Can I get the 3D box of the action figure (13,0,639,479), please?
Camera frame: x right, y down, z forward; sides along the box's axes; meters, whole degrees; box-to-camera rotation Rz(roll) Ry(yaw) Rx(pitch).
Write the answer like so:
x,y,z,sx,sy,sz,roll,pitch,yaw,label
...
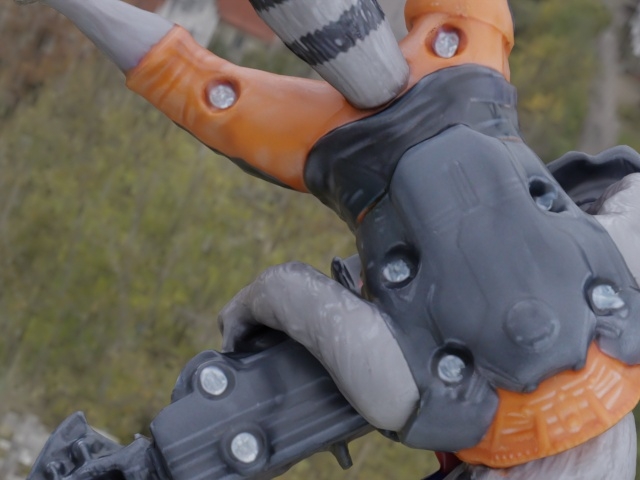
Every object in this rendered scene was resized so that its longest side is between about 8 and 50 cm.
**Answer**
x,y,z,sx,sy,sz,roll,pitch,yaw,label
0.000,0.000,0.727,0.330,0.341,0.178,57,-7,5,action figure
